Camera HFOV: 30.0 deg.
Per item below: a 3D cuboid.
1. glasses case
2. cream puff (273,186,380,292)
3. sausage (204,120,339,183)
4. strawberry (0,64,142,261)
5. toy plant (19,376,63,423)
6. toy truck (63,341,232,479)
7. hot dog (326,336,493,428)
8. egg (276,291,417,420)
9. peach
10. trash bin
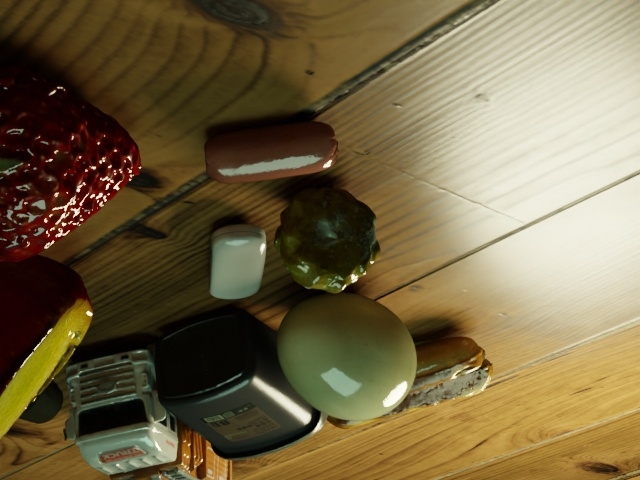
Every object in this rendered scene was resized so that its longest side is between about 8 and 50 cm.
[{"bbox_3d":[-0.115,0.031,1.635,0.074,0.049,0.193,-4,153,-8],"label":"glasses case"},{"bbox_3d":[0.000,0.000,1.526,0.146,0.146,0.116,3,169,-22],"label":"cream puff"},{"bbox_3d":[-0.055,-0.101,1.368,0.154,0.062,0.062,-8,154,-1],"label":"sausage"},{"bbox_3d":[-0.293,-0.082,1.243,0.205,0.205,0.244,-29,169,37],"label":"strawberry"},{"bbox_3d":[-0.494,0.213,1.849,0.143,0.105,0.200,-6,142,42],"label":"toy plant"},{"bbox_3d":[-0.277,0.323,2.005,0.173,0.207,0.387,-14,153,12],"label":"toy truck"},{"bbox_3d":[0.132,0.244,2.097,0.337,0.100,0.135,-19,144,19],"label":"hot dog"},{"bbox_3d":[0.038,0.173,1.814,0.188,0.188,0.254,-25,145,30],"label":"egg"},{"bbox_3d":[-0.426,0.122,1.523,0.245,0.275,0.248,51,164,-19],"label":"peach"},{"bbox_3d":[-0.122,0.236,1.915,0.209,0.182,0.290,-18,147,17],"label":"trash bin"}]
